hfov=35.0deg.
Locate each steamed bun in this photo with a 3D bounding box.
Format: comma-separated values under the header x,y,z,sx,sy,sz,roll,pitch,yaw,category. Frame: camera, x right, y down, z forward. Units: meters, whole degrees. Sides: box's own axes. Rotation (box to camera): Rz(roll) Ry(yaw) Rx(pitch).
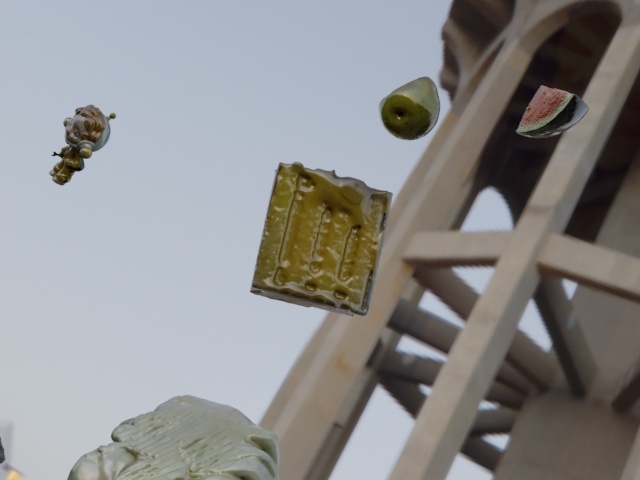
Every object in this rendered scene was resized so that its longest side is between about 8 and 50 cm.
x,y,z,sx,sy,sz,roll,pitch,yaw,category
-0.239,0.439,1.707,0.352,0.339,0.247,17,-61,34,steamed bun

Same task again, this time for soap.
x,y,z,sx,sy,sz,roll,pitch,yaw,category
0.000,0.000,2.137,0.259,0.281,0.143,15,-13,-9,soap

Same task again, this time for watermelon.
x,y,z,sx,sy,sz,roll,pitch,yaw,category
0.415,-0.239,1.859,0.094,0.135,0.125,67,16,7,watermelon

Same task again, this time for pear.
x,y,z,sx,sy,sz,roll,pitch,yaw,category
0.191,-0.262,2.088,0.104,0.141,0.141,60,-29,5,pear

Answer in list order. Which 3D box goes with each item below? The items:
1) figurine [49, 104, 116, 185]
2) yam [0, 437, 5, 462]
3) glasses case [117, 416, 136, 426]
x,y,z,sx,sy,sz,roll,pitch,yaw,category
-0.394,-0.154,1.665,0.068,0.143,0.101,20,1,-45,figurine
-0.599,0.242,1.619,0.131,0.131,0.279,-43,-115,61,yam
-0.329,0.480,2.100,0.157,0.098,0.425,6,-36,2,glasses case
